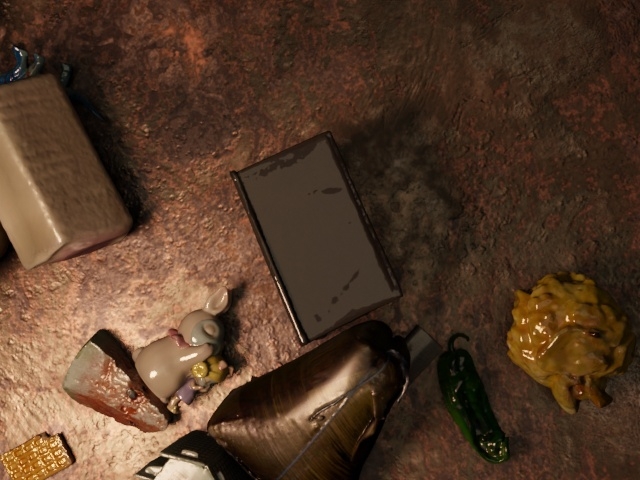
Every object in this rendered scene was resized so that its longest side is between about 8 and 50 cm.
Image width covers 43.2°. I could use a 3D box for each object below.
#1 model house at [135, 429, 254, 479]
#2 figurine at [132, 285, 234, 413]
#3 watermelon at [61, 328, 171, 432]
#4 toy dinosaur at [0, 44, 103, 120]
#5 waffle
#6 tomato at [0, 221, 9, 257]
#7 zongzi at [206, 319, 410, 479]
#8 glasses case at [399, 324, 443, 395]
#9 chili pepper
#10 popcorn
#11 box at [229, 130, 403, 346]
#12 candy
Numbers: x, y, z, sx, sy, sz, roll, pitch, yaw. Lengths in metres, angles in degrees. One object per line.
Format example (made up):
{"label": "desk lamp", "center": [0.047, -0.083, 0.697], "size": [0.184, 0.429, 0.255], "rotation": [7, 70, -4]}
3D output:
{"label": "model house", "center": [-0.248, 0.484, 1.532], "size": [0.198, 0.224, 0.215], "rotation": [39, 93, 8]}
{"label": "figurine", "center": [-0.240, 0.212, 1.598], "size": [0.235, 0.127, 0.155], "rotation": [-40, 65, -2]}
{"label": "watermelon", "center": [-0.404, 0.309, 1.629], "size": [0.241, 0.094, 0.154], "rotation": [33, 96, 4]}
{"label": "toy dinosaur", "center": [-0.603, -0.338, 1.695], "size": [0.328, 0.076, 0.145], "rotation": [7, 93, 7]}
{"label": "waffle", "center": [-0.581, 0.448, 1.655], "size": [0.135, 0.021, 0.092], "rotation": [-31, 84, 1]}
{"label": "tomato", "center": [-0.731, -0.017, 1.592], "size": [0.222, 0.270, 0.270], "rotation": [15, 86, -28]}
{"label": "zongzi", "center": [0.064, 0.395, 1.498], "size": [0.403, 0.208, 0.432], "rotation": [-33, 93, 22]}
{"label": "glasses case", "center": [0.149, 0.265, 1.601], "size": [0.071, 0.047, 0.205], "rotation": [43, 89, 5]}
{"label": "chili pepper", "center": [0.294, 0.312, 1.578], "size": [0.100, 0.074, 0.257], "rotation": [-23, 89, -1]}
{"label": "popcorn", "center": [0.469, 0.188, 1.511], "size": [0.233, 0.192, 0.266], "rotation": [-12, 80, 4]}
{"label": "box", "center": [-0.001, 0.000, 1.531], "size": [0.204, 0.251, 0.345], "rotation": [-24, 84, 2]}
{"label": "candy", "center": [-0.535, -0.134, 1.570], "size": [0.145, 0.208, 0.359], "rotation": [-26, 91, 36]}
